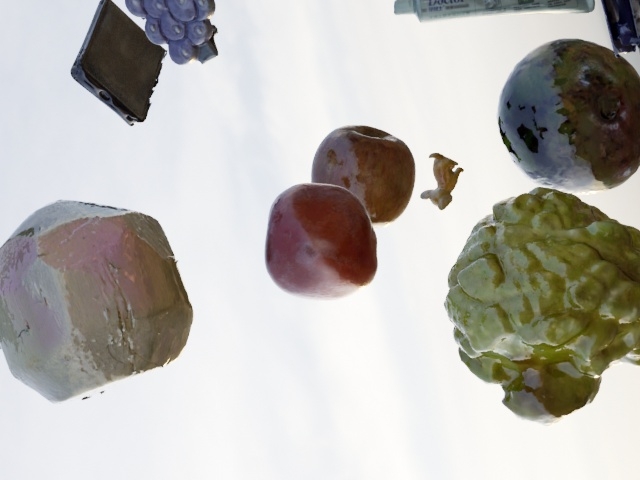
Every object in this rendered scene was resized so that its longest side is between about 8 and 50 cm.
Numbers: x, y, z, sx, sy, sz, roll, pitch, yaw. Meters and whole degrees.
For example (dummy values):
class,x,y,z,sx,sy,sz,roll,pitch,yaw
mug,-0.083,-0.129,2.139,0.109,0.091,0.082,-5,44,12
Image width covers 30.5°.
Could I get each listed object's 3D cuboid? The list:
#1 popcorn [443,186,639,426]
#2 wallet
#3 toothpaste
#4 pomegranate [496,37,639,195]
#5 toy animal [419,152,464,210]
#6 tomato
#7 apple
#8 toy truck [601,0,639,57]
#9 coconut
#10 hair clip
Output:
class,x,y,z,sx,sy,sz,roll,pitch,yaw
popcorn,0.248,0.074,1.204,0.237,0.205,0.252,-45,-42,-27
wallet,-0.370,-0.330,2.162,0.167,0.036,0.222,40,-140,-31
toothpaste,0.187,-0.266,1.280,0.041,0.218,0.064,-74,-24,-58
pomegranate,0.381,-0.196,1.815,0.306,0.242,0.242,-98,-12,-75
toy animal,0.192,-0.092,1.896,0.081,0.060,0.083,37,-103,-45
tomato,0.000,0.000,1.731,0.151,0.187,0.187,16,-124,-51
apple,0.083,-0.126,2.310,0.211,0.211,0.188,-67,-8,-69
toy truck,0.429,-0.300,1.236,0.124,0.267,0.155,62,-156,-43
coconut,-0.264,0.057,1.346,0.227,0.227,0.231,4,-114,-75
hair clip,-0.189,-0.311,1.476,0.195,0.124,0.052,52,-145,-19
